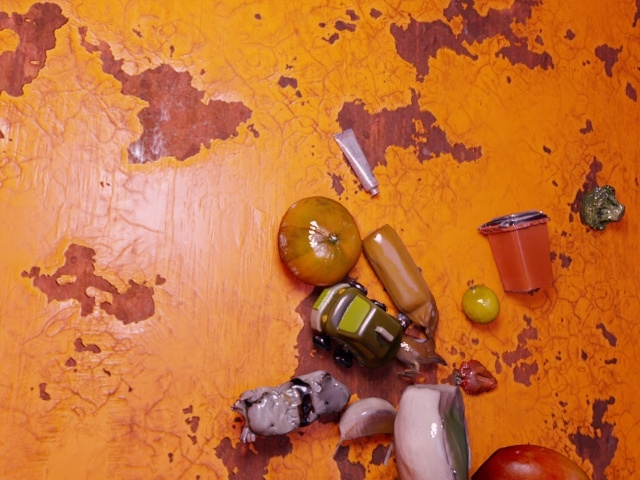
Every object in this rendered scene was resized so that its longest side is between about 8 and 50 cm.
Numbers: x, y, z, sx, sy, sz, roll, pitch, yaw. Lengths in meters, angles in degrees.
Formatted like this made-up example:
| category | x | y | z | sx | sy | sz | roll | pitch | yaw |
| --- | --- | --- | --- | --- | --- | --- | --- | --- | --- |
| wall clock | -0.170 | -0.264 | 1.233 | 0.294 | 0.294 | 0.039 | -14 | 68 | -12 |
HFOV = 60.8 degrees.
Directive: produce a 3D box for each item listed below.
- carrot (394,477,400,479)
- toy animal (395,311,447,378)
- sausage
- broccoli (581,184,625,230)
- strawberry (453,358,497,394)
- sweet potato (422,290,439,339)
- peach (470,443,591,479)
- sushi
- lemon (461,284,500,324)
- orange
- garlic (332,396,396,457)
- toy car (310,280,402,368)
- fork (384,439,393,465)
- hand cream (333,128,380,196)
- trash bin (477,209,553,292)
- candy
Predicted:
| category | x | y | z | sx | sy | sz | roll | pitch | yaw |
| --- | --- | --- | --- | --- | --- | --- | --- | --- | --- |
| carrot | 0.228 | 0.753 | 1.465 | 0.069 | 0.069 | 0.228 | -1 | 81 | -22 |
| toy animal | 0.273 | 0.299 | 1.546 | 0.188 | 0.089 | 0.179 | 14 | 62 | -14 |
| sausage | 0.230 | 0.110 | 1.538 | 0.112 | 0.112 | 0.328 | -31 | 91 | -23 |
| broccoli | 0.956 | -0.108 | 1.855 | 0.146 | 0.138 | 0.162 | -18 | 128 | -33 |
| strawberry | 0.465 | 0.408 | 1.619 | 0.152 | 0.048 | 0.103 | 18 | 79 | -15 |
| sweet potato | 0.319 | 0.228 | 1.589 | 0.057 | 0.056 | 0.194 | -5 | 89 | -22 |
| peach | 0.564 | 0.732 | 1.441 | 0.389 | 0.388 | 0.388 | 3 | 80 | -21 |
| sushi | -0.065 | 0.405 | 1.364 | 0.332 | 0.130 | 0.124 | -11 | 86 | -23 |
| lemon | 0.476 | 0.190 | 1.624 | 0.109 | 0.109 | 0.133 | -42 | 113 | -22 |
| orange | 0.000 | 0.000 | 1.431 | 0.240 | 0.171 | 0.240 | 4 | 79 | -21 |
| garlic | 0.117 | 0.490 | 1.450 | 0.198 | 0.090 | 0.128 | -10 | 98 | -27 |
| toy car | 0.116 | 0.230 | 1.411 | 0.248 | 0.198 | 0.204 | 43 | 72 | -26 |
| fork | 0.197 | 0.566 | 1.508 | 0.016 | 0.012 | 0.115 | 24 | 79 | -12 |
| hand cream | 0.111 | -0.224 | 1.584 | 0.067 | 0.043 | 0.209 | -26 | 86 | -25 |
| trash bin | 0.606 | 0.036 | 1.675 | 0.185 | 0.161 | 0.238 | -10 | 89 | -22 |
| candy | 0.289 | 0.567 | 1.380 | 0.186 | 0.386 | 0.426 | -12 | 89 | 17 |
